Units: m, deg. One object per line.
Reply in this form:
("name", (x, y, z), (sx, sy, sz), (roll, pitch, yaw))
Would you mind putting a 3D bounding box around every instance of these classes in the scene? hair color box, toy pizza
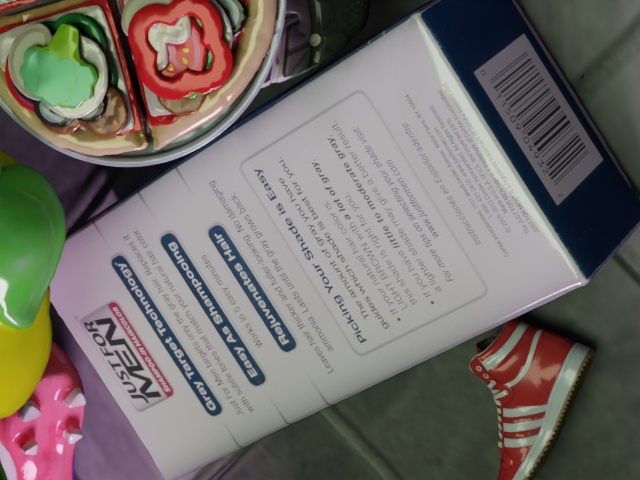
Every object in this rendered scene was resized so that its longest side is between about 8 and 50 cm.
("hair color box", (0.000, 0.000, 1.081), (0.347, 0.105, 0.174), (-29, 95, 37))
("toy pizza", (-0.115, -0.137, 0.969), (0.201, 0.032, 0.201), (4, 103, 19))

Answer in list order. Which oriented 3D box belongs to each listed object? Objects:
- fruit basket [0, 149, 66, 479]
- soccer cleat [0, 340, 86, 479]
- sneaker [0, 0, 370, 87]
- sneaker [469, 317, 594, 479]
("fruit basket", (-0.272, 0.073, 1.127), (0.392, 0.283, 0.392), (-6, 74, 22))
("soccer cleat", (-0.223, 0.167, 1.325), (0.095, 0.083, 0.248), (52, 140, 39))
("sneaker", (-0.122, -0.163, 1.064), (0.330, 0.147, 0.130), (9, 105, 20))
("sneaker", (0.115, 0.101, 1.098), (0.067, 0.042, 0.118), (27, 116, 13))
